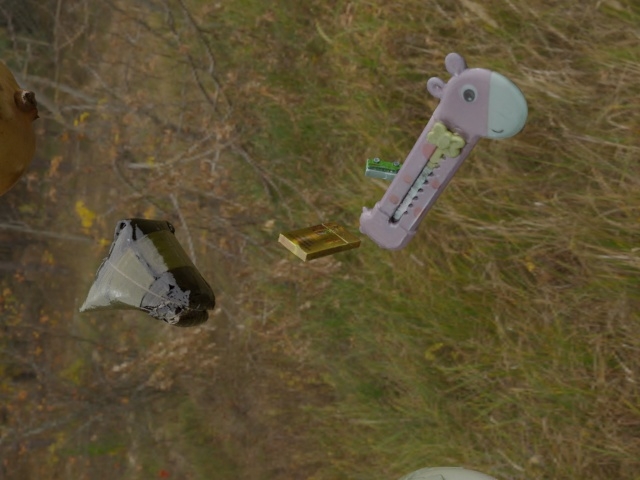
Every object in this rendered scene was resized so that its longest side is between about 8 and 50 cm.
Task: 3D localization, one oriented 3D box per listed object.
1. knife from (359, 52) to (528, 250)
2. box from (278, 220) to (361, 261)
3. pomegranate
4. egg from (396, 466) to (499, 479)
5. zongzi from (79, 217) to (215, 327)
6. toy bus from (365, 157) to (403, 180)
[{"bbox_3d":[0.149,-0.094,1.023,0.132,0.038,0.398,40,145,8],"label":"knife"},{"bbox_3d":[0.000,0.000,1.494,0.089,0.156,0.022,39,128,36],"label":"box"},{"bbox_3d":[-0.553,-0.172,1.092,0.264,0.265,0.264,-25,62,59],"label":"pomegranate"},{"bbox_3d":[0.214,0.520,1.227,0.336,0.279,0.278,-45,44,34],"label":"egg"},{"bbox_3d":[-0.403,0.143,1.647,0.317,0.154,0.289,-51,55,19],"label":"zongzi"},{"bbox_3d":[0.139,-0.152,1.573,0.031,0.083,0.037,100,180,-58],"label":"toy bus"}]
